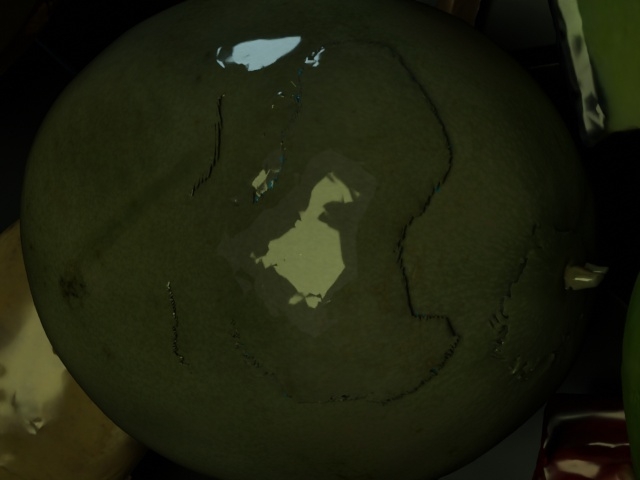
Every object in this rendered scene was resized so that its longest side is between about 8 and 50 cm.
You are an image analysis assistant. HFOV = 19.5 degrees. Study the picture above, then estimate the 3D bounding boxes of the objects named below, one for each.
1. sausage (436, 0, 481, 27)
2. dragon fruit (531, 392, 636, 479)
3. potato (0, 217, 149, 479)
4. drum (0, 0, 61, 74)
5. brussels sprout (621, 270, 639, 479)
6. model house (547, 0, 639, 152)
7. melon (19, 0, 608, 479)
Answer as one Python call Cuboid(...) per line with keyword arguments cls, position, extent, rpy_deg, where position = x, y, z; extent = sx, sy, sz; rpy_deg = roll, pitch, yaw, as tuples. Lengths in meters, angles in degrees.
Cuboid(cls="sausage", position=(0.082, -0.158, 1.044), extent=(0.026, 0.026, 0.116), rpy_deg=(18, 104, 26))
Cuboid(cls="dragon fruit", position=(0.201, 0.254, 0.996), extent=(0.286, 0.228, 0.329), rpy_deg=(-1, 74, -2))
Cuboid(cls="potato", position=(-0.168, 0.072, 1.160), extent=(0.161, 0.128, 0.235), rpy_deg=(8, 96, 12))
Cuboid(cls="drum", position=(-0.346, -0.242, 1.060), extent=(0.431, 0.214, 0.431), rpy_deg=(5, 105, 20))
Cuboid(cls="brussels sprout", position=(0.249, 0.066, 0.823), extent=(0.244, 0.244, 0.244), rpy_deg=(4, 98, 28))
Cuboid(cls="model house", position=(0.193, -0.139, 0.945), extent=(0.211, 0.170, 0.194), rpy_deg=(-3, 103, 57))
Cuboid(cls="melon", position=(0.000, 0.000, 0.967), extent=(0.330, 0.268, 0.268), rpy_deg=(4, 98, 42))
